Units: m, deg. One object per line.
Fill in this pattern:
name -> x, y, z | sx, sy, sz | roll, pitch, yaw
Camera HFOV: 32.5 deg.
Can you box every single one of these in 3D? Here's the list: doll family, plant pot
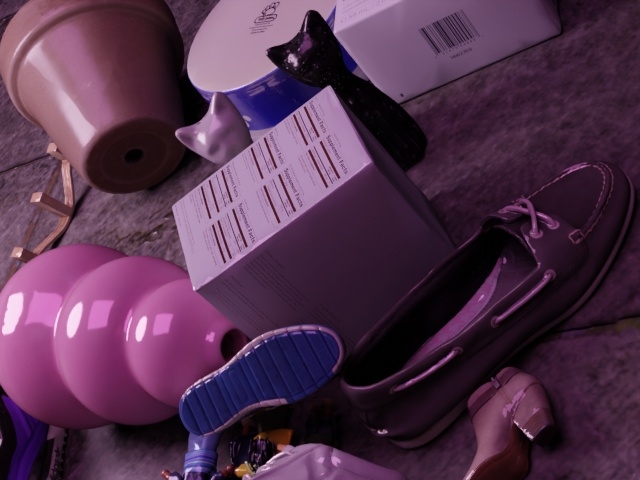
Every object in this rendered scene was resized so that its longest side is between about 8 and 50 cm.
doll family -> -0.066, 0.212, 1.055 | 0.193, 0.076, 0.111 | -22, 47, 35
plant pot -> -0.290, -0.196, 1.522 | 0.263, 0.263, 0.229 | -36, 55, 11

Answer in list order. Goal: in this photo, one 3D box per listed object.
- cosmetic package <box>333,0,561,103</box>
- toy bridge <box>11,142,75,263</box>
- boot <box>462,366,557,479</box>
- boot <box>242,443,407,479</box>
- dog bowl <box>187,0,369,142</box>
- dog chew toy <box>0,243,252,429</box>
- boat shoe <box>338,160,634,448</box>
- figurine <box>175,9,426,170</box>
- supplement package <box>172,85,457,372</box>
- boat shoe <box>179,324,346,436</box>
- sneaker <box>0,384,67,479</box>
cosmetic package -> 0.148, -0.316, 1.293 | 0.224, 0.138, 0.224 | -21, 42, 27
toy bridge -> -0.390, -0.051, 1.597 | 0.026, 0.063, 0.188 | -3, 65, 42
boot -> 0.146, 0.163, 0.931 | 0.118, 0.042, 0.087 | -41, 31, 3
boot -> -0.052, 0.237, 0.960 | 0.258, 0.095, 0.123 | 8, 48, 13
dog bowl -> -0.043, -0.261, 1.444 | 0.265, 0.104, 0.265 | -24, 42, 24
dog chew toy -> -0.203, 0.104, 1.164 | 0.332, 0.206, 0.206 | -2, 54, 43
boat shoe -> 0.152, 0.042, 0.986 | 0.335, 0.095, 0.112 | -47, 37, -3
figurine -> -0.025, -0.119, 1.207 | 0.215, 0.209, 0.092 | -40, 37, 7
supplement package -> 0.000, 0.000, 1.085 | 0.203, 0.194, 0.149 | -36, 39, 11
boat shoe -> -0.047, 0.121, 1.010 | 0.183, 0.066, 0.066 | -26, 83, 27
sneaker -> -0.376, 0.189, 1.296 | 0.102, 0.146, 0.293 | -31, 40, 18
